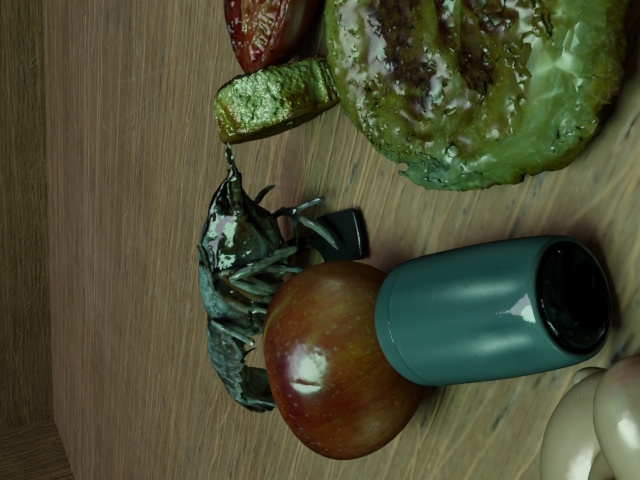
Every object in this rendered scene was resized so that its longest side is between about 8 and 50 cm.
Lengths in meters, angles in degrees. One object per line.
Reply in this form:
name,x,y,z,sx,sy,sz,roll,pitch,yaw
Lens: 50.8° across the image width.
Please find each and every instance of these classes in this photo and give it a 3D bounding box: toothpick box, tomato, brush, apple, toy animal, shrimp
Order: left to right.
shrimp,-0.087,0.072,0.883,0.221,0.166,0.410,-96,18,-55
tomato,-0.054,-0.292,0.815,0.166,0.082,0.174,53,136,35
brush,0.000,0.000,0.871,0.193,0.016,0.063,-10,89,58
apple,0.031,0.119,0.705,0.201,0.162,0.201,-23,-90,-83
toothpick box,0.143,0.059,0.568,0.184,0.120,0.120,-21,80,54
toy animal,0.231,0.126,0.411,0.198,0.171,0.171,-49,57,54

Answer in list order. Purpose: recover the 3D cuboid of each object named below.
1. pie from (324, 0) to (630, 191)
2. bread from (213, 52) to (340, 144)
pie,0.106,-0.206,0.569,0.355,0.103,0.288,63,150,22
bread,-0.052,-0.166,0.795,0.128,0.140,0.069,-12,96,63
